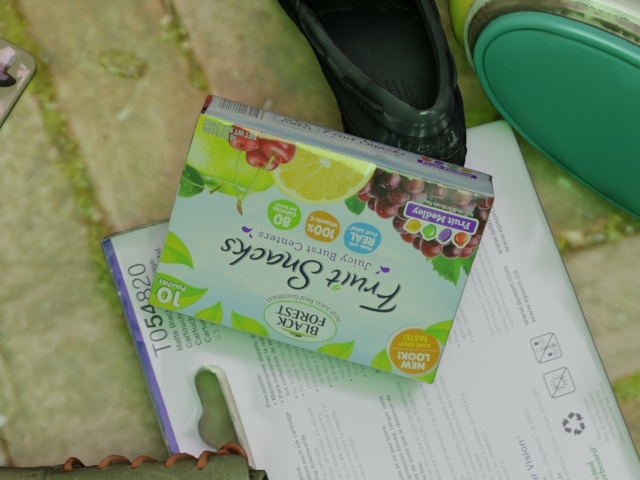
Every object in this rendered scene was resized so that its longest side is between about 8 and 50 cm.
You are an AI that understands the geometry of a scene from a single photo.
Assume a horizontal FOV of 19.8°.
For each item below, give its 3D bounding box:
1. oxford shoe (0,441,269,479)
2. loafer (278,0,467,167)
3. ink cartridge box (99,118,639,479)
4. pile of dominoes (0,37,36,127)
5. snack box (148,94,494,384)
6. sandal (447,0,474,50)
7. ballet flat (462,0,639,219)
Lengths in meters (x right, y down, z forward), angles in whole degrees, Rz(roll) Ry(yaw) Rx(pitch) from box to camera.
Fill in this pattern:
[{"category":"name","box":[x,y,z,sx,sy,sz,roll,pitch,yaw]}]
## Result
[{"category":"oxford shoe","box":[-0.083,0.137,0.816,0.348,0.123,0.130,29,89,10]},{"category":"loafer","box":[0.022,-0.125,0.934,0.076,0.078,0.223,-13,58,-12]},{"category":"ink cartridge box","box":[0.027,0.071,0.917,0.224,0.045,0.223,-16,77,-12]},{"category":"pile of dominoes","box":[-0.277,-0.057,0.907,0.196,0.040,0.251,30,71,0]},{"category":"snack box","box":[0.000,0.000,0.864,0.141,0.037,0.100,16,111,-2]},{"category":"sandal","box":[0.173,-0.234,0.992,0.317,0.126,0.138,-31,77,-17]},{"category":"ballet flat","box":[0.256,-0.042,0.950,0.400,0.139,0.139,31,72,-8]}]
